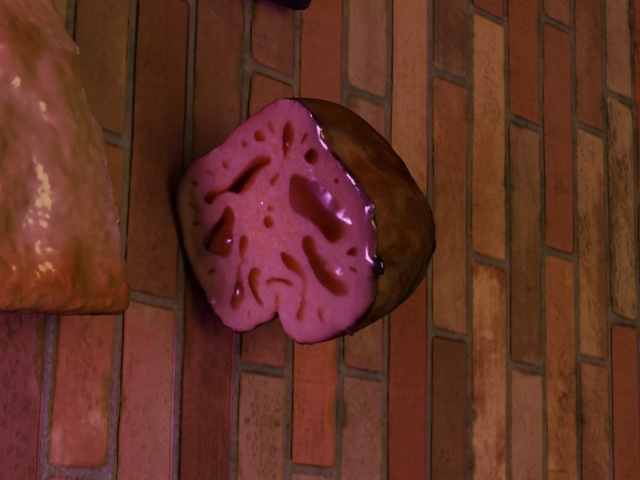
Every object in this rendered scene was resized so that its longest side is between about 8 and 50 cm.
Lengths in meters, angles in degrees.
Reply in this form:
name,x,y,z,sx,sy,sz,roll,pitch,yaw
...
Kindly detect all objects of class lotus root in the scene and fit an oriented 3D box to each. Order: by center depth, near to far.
name,x,y,z,sx,sy,sz,roll,pitch,yaw
lotus root,0.000,0.000,1.985,0.250,0.316,0.316,0,82,-56

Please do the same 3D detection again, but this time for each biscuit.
name,x,y,z,sx,sy,sz,roll,pitch,yaw
biscuit,-0.390,-0.137,1.681,0.446,0.104,0.429,6,72,-48

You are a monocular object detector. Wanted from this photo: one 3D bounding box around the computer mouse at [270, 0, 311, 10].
name,x,y,z,sx,sy,sz,roll,pitch,yaw
computer mouse,-0.097,-0.409,2.118,0.295,0.087,0.168,27,65,-58
